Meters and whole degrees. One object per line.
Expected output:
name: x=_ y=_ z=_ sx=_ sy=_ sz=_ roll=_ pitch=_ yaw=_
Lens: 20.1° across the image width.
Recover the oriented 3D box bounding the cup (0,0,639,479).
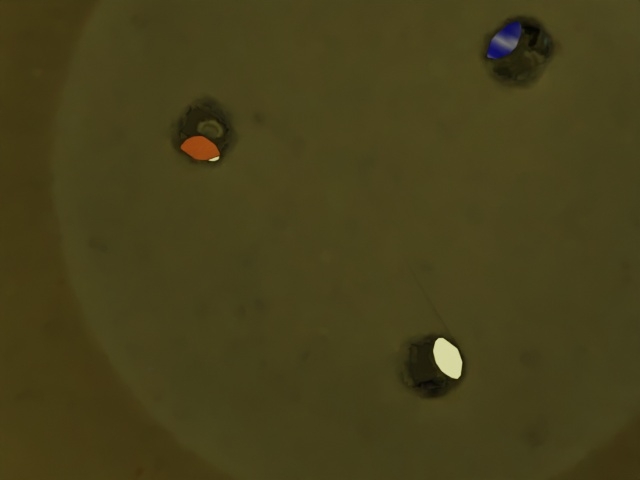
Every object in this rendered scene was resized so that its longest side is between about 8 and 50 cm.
cup: x=0.000 y=0.000 z=0.337 sx=0.237 sy=0.331 sz=0.331 roll=-36 pitch=-61 yaw=-78

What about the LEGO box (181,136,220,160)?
LEGO box: x=-0.276 y=-0.114 z=0.534 sx=0.372 sy=0.500 sz=0.193 roll=82 pitch=167 yaw=-65
